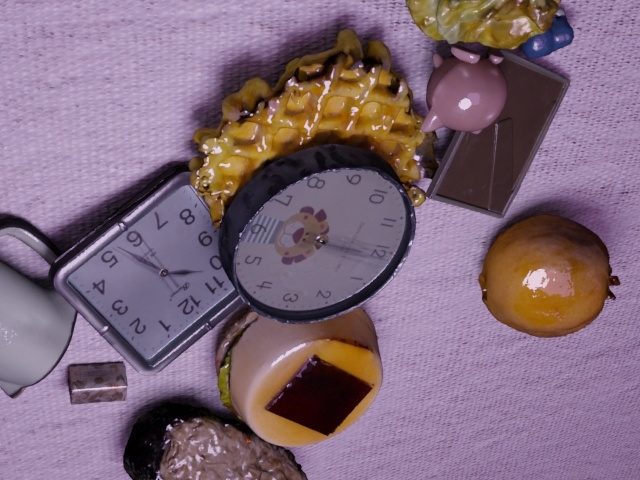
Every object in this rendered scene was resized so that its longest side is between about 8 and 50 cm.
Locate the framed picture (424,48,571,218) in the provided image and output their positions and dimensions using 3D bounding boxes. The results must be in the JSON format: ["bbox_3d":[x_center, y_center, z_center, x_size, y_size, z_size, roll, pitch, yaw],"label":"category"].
[{"bbox_3d":[0.290,-0.164,1.457,0.189,0.023,0.260,10,111,-39],"label":"framed picture"}]

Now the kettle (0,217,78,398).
[{"bbox_3d":[-0.485,0.084,1.341,0.255,0.165,0.240,38,78,-37],"label":"kettle"}]

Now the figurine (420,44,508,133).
[{"bbox_3d":[0.211,-0.218,1.330,0.125,0.125,0.138,4,126,-22],"label":"figurine"}]

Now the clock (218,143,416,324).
[{"bbox_3d":[-0.001,-0.001,1.388,0.313,0.061,0.312,-13,131,-15],"label":"clock"}]

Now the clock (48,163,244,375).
[{"bbox_3d":[-0.248,0.049,1.431,0.273,0.049,0.279,-39,129,-8],"label":"clock"}]

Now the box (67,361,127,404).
[{"bbox_3d":[-0.379,0.243,1.545,0.098,0.062,0.045,-1,130,-22],"label":"box"}]

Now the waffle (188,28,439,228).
[{"bbox_3d":[-0.007,-0.113,1.389,0.380,0.095,0.382,-30,132,-3],"label":"waffle"}]

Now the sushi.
[{"bbox_3d":[-0.185,0.421,1.645,0.350,0.171,0.211,39,74,-32],"label":"sushi"}]

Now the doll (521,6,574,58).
[{"bbox_3d":[0.349,-0.318,1.403,0.083,0.050,0.076,-19,125,-4],"label":"doll"}]

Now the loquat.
[{"bbox_3d":[0.399,0.061,1.609,0.238,0.193,0.238,1,113,3],"label":"loquat"}]

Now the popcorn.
[{"bbox_3d":[0.221,-0.353,1.241,0.221,0.183,0.204,-2,166,-18],"label":"popcorn"}]

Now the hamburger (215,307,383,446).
[{"bbox_3d":[-0.035,0.216,1.582,0.302,0.170,0.302,-12,128,-17],"label":"hamburger"}]
